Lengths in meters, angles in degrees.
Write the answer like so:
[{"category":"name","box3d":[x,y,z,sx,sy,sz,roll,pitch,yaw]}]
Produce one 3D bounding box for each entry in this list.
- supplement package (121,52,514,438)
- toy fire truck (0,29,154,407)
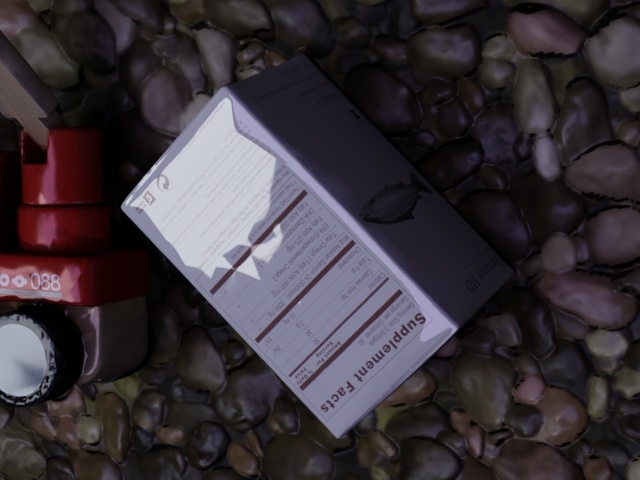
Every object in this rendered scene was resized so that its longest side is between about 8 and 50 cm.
[{"category":"supplement package","box3d":[0.000,0.000,0.897,0.179,0.105,0.105,46,118,5]},{"category":"toy fire truck","box3d":[-0.223,-0.031,0.976,0.217,0.158,0.246,3,95,24]}]
